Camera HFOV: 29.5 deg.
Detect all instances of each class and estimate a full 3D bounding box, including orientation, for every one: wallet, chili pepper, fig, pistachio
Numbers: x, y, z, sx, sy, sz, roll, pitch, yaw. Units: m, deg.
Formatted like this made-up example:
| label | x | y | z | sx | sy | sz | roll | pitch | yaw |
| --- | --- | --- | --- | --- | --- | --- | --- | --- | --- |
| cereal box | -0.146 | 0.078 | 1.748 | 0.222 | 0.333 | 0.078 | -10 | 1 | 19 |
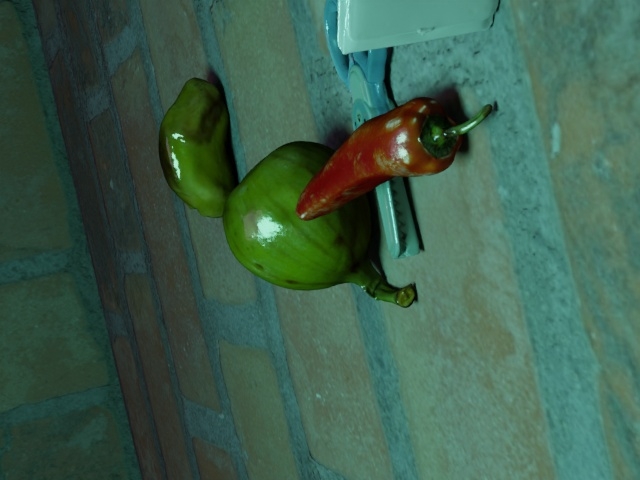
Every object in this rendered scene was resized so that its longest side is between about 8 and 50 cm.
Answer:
| label | x | y | z | sx | sy | sz | roll | pitch | yaw |
| --- | --- | --- | --- | --- | --- | --- | --- | --- | --- |
| wallet | 0.071 | -0.169 | 0.874 | 0.025 | 0.122 | 0.061 | -123 | 28 | -44 |
| chili pepper | 0.052 | -0.072 | 1.032 | 0.063 | 0.071 | 0.272 | 45 | 148 | -14 |
| fig | 0.001 | -0.014 | 1.212 | 0.148 | 0.186 | 0.142 | -35 | 24 | 49 |
| pistachio | -0.170 | -0.120 | 1.619 | 0.110 | 0.100 | 0.189 | 21 | 124 | 62 |

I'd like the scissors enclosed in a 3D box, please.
| label | x | y | z | sx | sy | sz | roll | pitch | yaw |
| --- | --- | --- | --- | --- | --- | --- | --- | --- | --- |
| scissors | 0.050 | -0.109 | 1.117 | 0.125 | 0.030 | 0.256 | 165 | 93 | -73 |
